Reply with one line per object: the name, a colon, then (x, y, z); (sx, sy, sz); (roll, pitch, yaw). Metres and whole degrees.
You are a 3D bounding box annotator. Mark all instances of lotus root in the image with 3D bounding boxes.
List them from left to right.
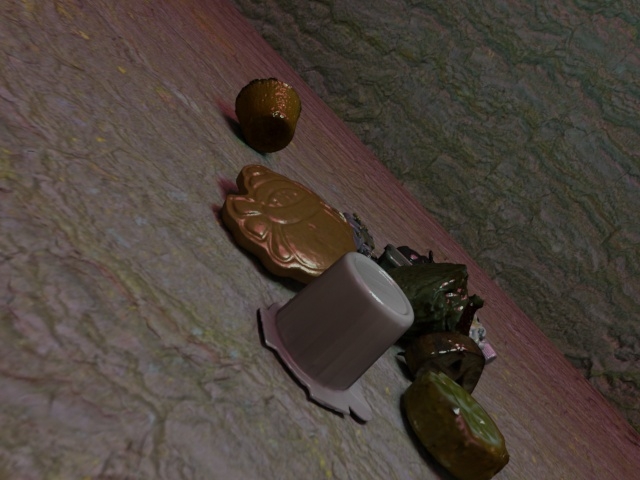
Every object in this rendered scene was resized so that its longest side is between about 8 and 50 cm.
lotus root: (0.325, 0.314, 1.394); (0.260, 0.170, 0.074); (29, 21, -31)

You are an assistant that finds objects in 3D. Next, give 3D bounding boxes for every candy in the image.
candy: (0.295, 0.400, 1.208); (0.260, 0.118, 0.260); (41, 16, -15)

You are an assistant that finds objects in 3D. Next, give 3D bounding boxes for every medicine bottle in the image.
medicine bottle: (0.513, 0.326, 1.875); (0.083, 0.083, 0.203); (22, 29, -51)

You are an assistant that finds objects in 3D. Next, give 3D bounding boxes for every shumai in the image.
shumai: (0.292, 0.220, 1.501); (0.330, 0.292, 0.289); (-27, 110, -63)

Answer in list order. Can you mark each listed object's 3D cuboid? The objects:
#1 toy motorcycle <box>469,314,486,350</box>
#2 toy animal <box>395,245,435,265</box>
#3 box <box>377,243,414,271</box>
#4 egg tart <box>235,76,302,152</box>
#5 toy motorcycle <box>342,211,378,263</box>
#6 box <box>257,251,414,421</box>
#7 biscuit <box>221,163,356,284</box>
toy motorcycle: (0.459, 0.297, 1.777); (0.228, 0.074, 0.151); (-9, 52, -41)
toy animal: (0.360, 0.092, 1.980); (0.245, 0.114, 0.146); (37, 21, -26)
box: (0.239, 0.106, 1.728); (0.172, 0.093, 0.124); (44, 19, -5)
egg tart: (-0.160, -0.383, 1.724); (0.215, 0.215, 0.171); (32, 34, -35)
toy motorcycle: (0.104, -0.017, 1.724); (0.152, 0.073, 0.225); (33, 23, -28)
box: (0.060, 0.167, 1.042); (0.291, 0.206, 0.262); (49, 19, 17)
biscuit: (-0.071, -0.041, 1.282); (0.351, 0.057, 0.312); (40, 34, 3)
